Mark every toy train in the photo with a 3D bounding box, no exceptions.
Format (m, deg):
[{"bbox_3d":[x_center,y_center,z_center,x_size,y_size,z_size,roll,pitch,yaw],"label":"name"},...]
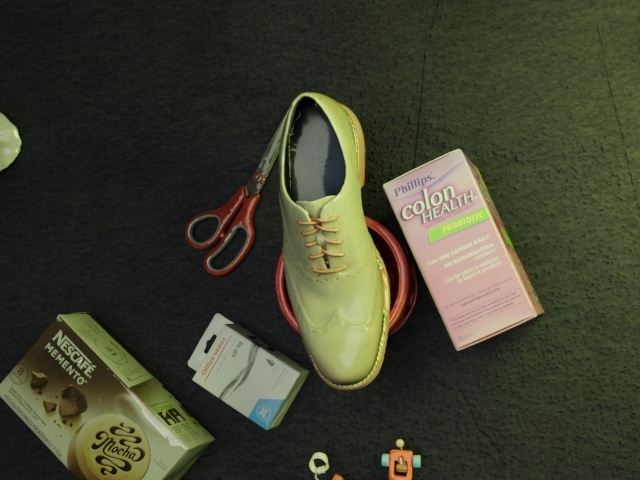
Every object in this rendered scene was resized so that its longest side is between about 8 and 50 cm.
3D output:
[{"bbox_3d":[0.070,0.359,1.532,0.166,0.046,0.125,-4,84,11],"label":"toy train"}]

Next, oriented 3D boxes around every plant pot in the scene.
[{"bbox_3d":[0.048,0.060,1.487,0.191,0.174,0.191,-1,86,15],"label":"plant pot"}]

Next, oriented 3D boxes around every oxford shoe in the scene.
[{"bbox_3d":[0.000,0.000,1.340,0.141,0.146,0.396,-12,82,13],"label":"oxford shoe"}]

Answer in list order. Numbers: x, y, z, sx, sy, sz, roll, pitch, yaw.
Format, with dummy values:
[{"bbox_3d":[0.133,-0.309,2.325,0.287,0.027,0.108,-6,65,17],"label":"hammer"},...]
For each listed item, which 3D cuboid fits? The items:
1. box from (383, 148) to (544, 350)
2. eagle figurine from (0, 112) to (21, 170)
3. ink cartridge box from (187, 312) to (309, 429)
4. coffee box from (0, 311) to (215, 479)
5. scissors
[{"bbox_3d":[0.205,0.017,1.429,0.117,0.213,0.242,-26,80,12],"label":"box"},{"bbox_3d":[-0.680,-0.173,1.709,0.298,0.225,0.226,1,42,43],"label":"eagle figurine"},{"bbox_3d":[-0.122,0.199,1.581,0.180,0.060,0.104,31,95,14],"label":"ink cartridge box"},{"bbox_3d":[-0.336,0.271,1.602,0.297,0.119,0.168,44,99,13],"label":"coffee box"},{"bbox_3d":[-0.098,-0.077,1.616,0.109,0.021,0.297,43,96,16],"label":"scissors"}]
